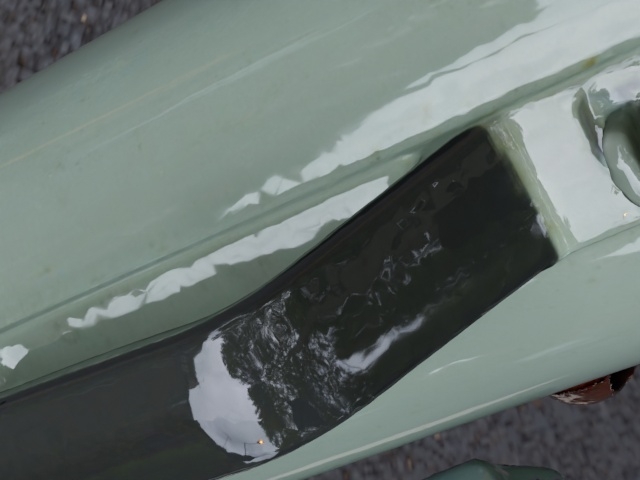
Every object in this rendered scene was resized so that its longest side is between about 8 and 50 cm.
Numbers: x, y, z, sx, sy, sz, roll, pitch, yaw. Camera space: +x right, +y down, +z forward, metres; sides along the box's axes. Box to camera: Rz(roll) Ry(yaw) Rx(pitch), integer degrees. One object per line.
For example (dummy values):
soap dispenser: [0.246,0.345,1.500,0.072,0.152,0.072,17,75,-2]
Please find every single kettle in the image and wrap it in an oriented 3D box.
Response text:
kettle: [0.000,0.000,0.709,0.376,0.361,0.250,-24,107,18]

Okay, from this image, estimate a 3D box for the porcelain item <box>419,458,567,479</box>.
porcelain item: [0.074,0.292,1.159,0.286,0.157,0.281,-23,141,0]

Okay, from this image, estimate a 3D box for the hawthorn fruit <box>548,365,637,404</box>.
hawthorn fruit: [0.197,0.041,1.228,0.148,0.148,0.172,41,131,-17]
